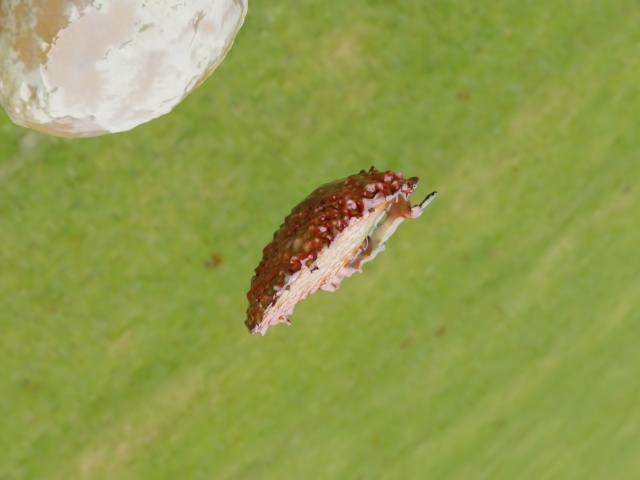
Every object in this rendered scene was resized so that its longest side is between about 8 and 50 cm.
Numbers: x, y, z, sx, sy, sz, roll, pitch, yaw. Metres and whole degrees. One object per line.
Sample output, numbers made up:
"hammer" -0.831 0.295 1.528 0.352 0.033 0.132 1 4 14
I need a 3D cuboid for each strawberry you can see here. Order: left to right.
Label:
"strawberry" -0.003 -0.005 1.735 0.208 0.087 0.167 -28 163 -47

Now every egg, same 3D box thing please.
"egg" -0.154 -0.178 1.331 0.233 0.195 0.195 -46 162 -19
